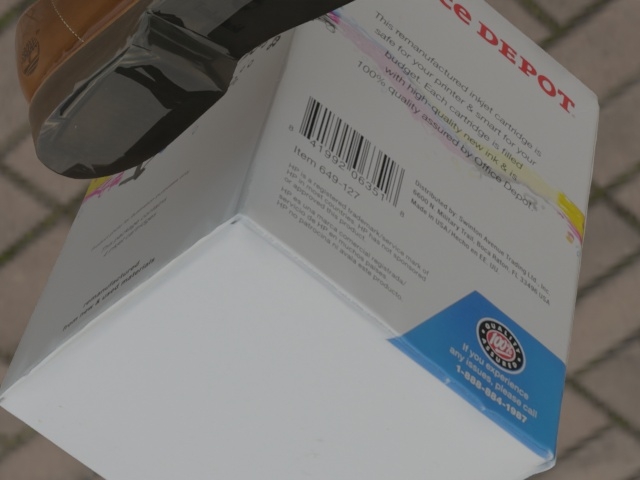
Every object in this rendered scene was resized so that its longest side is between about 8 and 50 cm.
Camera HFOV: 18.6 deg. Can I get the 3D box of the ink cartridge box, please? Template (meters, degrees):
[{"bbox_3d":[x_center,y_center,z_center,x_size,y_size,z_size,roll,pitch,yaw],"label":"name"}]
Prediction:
[{"bbox_3d":[0.000,0.000,0.865,0.171,0.232,0.168,38,130,-19],"label":"ink cartridge box"}]

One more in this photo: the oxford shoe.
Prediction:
[{"bbox_3d":[-0.025,-0.112,0.680,0.212,0.076,0.076,-33,147,13],"label":"oxford shoe"}]
